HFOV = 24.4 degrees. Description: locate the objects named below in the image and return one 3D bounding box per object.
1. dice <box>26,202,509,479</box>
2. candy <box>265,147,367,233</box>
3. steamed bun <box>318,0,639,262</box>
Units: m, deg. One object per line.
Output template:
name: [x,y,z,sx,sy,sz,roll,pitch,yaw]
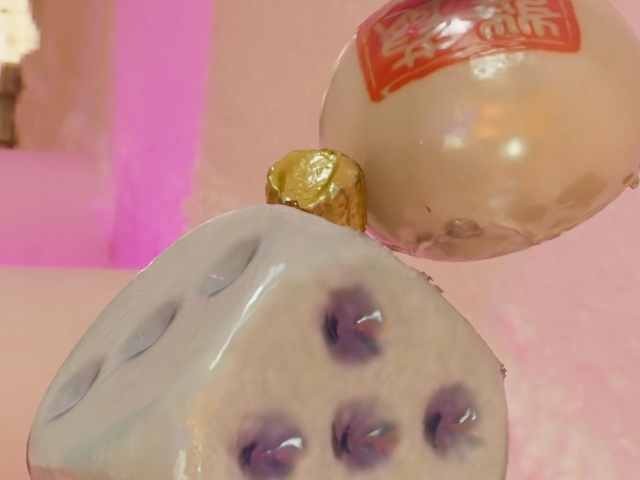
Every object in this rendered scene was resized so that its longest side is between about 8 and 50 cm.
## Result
dice: [-0.040,0.150,1.126,0.262,0.265,0.268,-54,23,-24]
candy: [0.000,0.000,1.507,0.094,0.106,0.199,28,145,28]
steamed bun: [0.165,-0.160,1.587,0.241,0.374,0.374,64,177,-28]
